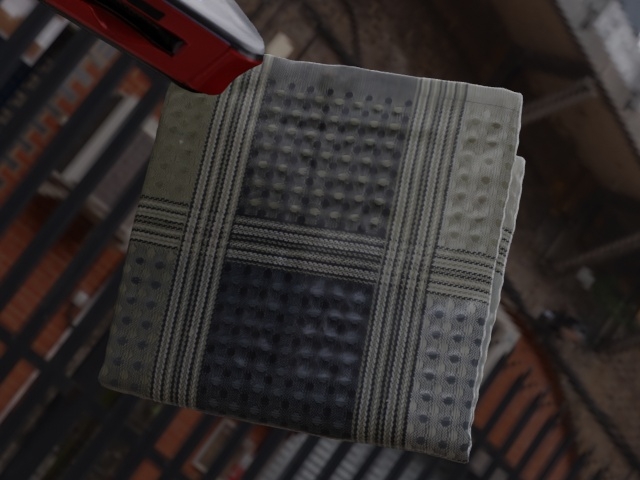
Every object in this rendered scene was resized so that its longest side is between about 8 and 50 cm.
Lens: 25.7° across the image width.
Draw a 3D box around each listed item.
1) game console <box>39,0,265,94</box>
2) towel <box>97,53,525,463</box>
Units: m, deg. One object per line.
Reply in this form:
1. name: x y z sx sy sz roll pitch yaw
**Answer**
1. game console: -0.215 -0.272 0.945 0.386 0.060 0.342 30 25 -47
2. towel: 0.000 0.000 1.163 0.312 0.324 0.056 10 -18 8
